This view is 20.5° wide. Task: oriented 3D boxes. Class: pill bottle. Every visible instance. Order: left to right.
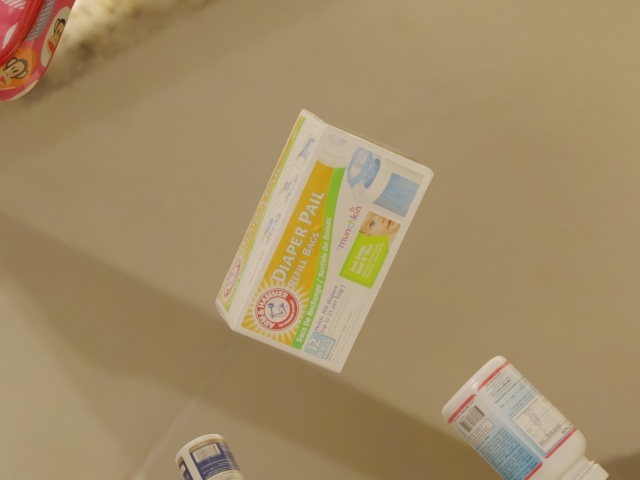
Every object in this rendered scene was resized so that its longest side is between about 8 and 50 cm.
[{"bbox_3d":[-0.122,0.299,2.131,0.067,0.067,0.120,-42,59,20],"label":"pill bottle"},{"bbox_3d":[0.202,0.196,1.731,0.087,0.160,0.087,-43,-10,-9],"label":"pill bottle"}]

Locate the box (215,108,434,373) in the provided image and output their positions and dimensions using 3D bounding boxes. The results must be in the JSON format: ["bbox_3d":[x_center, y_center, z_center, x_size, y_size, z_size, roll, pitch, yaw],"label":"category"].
[{"bbox_3d":[0.000,0.000,1.593,0.203,0.114,0.103,-66,16,6],"label":"box"}]

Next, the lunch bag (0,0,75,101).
[{"bbox_3d":[-0.383,-0.299,1.801,0.293,0.120,0.258,18,76,14],"label":"lunch bag"}]
